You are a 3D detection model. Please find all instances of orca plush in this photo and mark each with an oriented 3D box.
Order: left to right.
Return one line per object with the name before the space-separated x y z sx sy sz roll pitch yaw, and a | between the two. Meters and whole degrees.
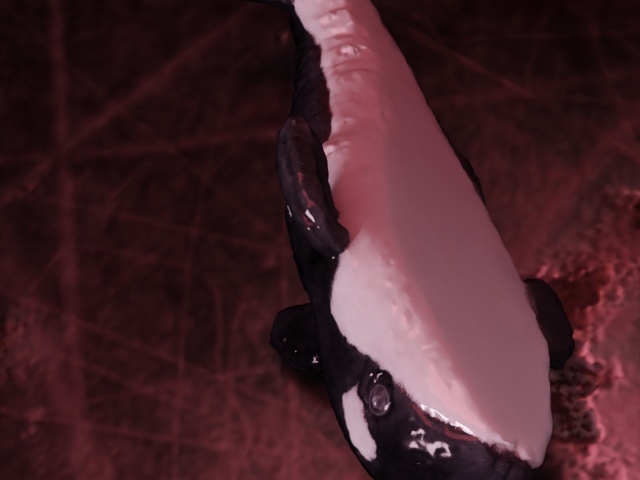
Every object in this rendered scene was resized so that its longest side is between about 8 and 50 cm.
orca plush | 0.000 0.000 0.736 0.102 0.151 0.287 -41 57 24
